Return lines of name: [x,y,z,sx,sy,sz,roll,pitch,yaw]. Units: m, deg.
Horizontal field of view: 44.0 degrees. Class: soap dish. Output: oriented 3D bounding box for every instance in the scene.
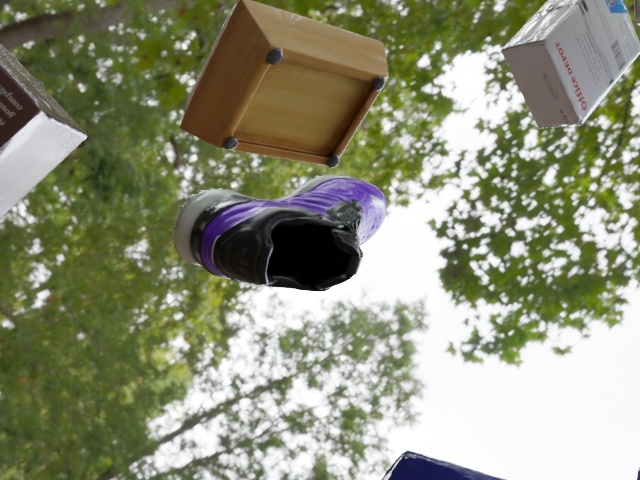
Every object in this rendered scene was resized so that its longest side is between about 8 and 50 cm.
soap dish: [-0.046,-0.233,1.250,0.229,0.291,0.118,-57,-131,29]

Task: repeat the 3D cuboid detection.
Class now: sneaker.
sneaker: [0.000,0.001,0.847,0.146,0.293,0.102,23,-66,38]

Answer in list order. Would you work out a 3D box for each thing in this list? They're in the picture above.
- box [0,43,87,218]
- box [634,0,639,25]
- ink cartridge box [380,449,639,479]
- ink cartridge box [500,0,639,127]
box: [-0.356,-0.113,0.754,0.168,0.167,0.203,47,-3,-5]
box: [0.545,-0.301,1.003,0.148,0.311,0.121,-6,-102,51]
ink cartridge box: [0.082,0.213,0.181,0.270,0.395,0.151,9,-65,29]
ink cartridge box: [0.361,-0.271,1.126,0.082,0.190,0.139,6,-44,54]
